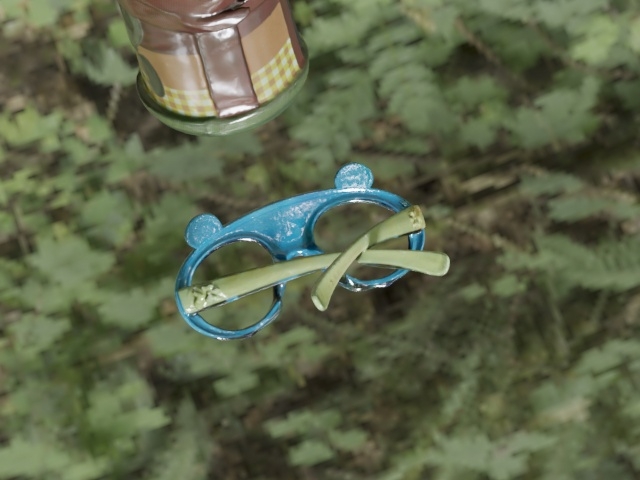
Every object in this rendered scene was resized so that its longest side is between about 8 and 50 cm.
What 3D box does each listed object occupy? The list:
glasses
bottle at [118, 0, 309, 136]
[{"bbox_3d":[0.006,0.033,1.501,0.239,0.102,0.207,-18,-152,-17],"label":"glasses"},{"bbox_3d":[-0.092,-0.213,1.269,0.143,0.156,0.271,-45,145,-25],"label":"bottle"}]
